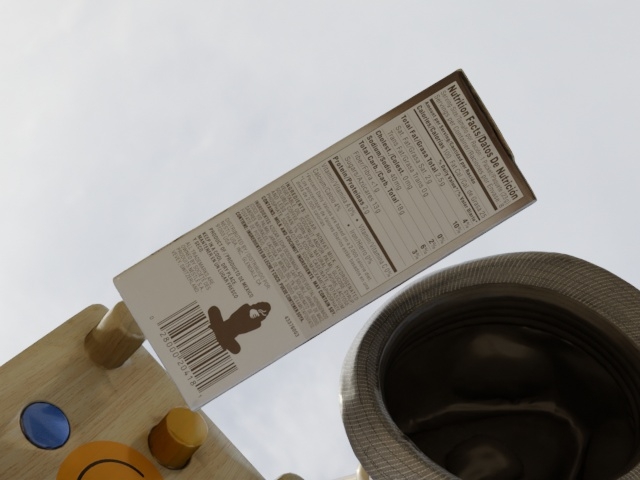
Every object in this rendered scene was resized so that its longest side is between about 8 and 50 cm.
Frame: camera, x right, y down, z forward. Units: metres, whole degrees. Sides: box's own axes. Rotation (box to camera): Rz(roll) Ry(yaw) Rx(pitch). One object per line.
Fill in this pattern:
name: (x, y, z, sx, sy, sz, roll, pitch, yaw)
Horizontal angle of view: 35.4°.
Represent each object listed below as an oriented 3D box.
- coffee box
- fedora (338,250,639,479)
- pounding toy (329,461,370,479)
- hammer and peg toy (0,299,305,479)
coffee box: (0.000, 0.000, 0.663, 0.246, 0.098, 0.141, -31, -178, -5)
fedora: (0.138, 0.135, 0.726, 0.275, 0.124, 0.243, -29, -126, -36)
pounding toy: (0.088, 0.166, 1.066, 0.237, 0.110, 0.183, -35, -173, -27)
hammer and peg toy: (-0.179, 0.204, 0.674, 0.266, 0.127, 0.361, 48, -146, 2)
